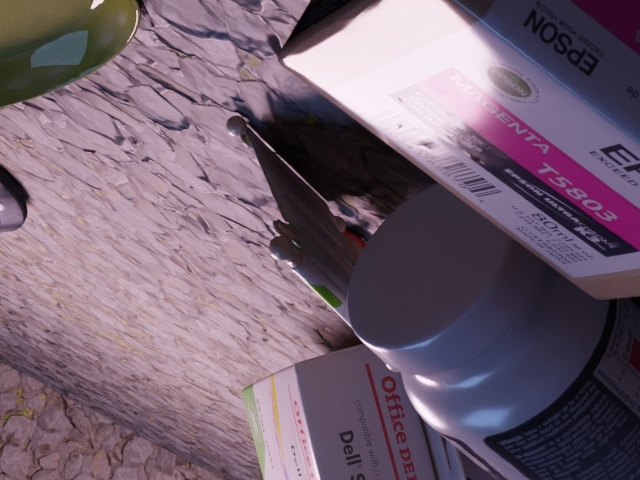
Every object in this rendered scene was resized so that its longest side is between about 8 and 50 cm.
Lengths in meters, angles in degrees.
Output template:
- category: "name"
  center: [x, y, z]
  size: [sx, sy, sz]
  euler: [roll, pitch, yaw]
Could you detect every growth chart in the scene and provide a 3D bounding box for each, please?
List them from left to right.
- category: "growth chart"
  center: [0.000, 0.000, 1.101]
  size: [0.172, 0.021, 0.237]
  euler: [47, -170, -30]

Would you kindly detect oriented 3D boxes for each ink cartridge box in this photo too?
- category: "ink cartridge box"
  center: [0.028, 0.215, 1.520]
  size: [0.353, 0.119, 0.207]
  euler: [140, 116, -73]
- category: "ink cartridge box"
  center: [0.119, -0.070, 0.741]
  size: [0.234, 0.088, 0.193]
  euler: [35, 165, -14]

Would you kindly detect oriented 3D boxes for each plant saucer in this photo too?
- category: "plant saucer"
  center: [-0.243, -0.145, 1.034]
  size: [0.241, 0.037, 0.241]
  euler: [-14, 166, -4]

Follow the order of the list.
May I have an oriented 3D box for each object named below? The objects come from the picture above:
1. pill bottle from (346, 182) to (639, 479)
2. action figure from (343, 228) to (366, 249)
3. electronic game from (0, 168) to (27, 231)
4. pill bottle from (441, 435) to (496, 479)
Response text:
- category: "pill bottle"
  center: [0.153, 0.087, 1.023]
  size: [0.278, 0.162, 0.162]
  euler: [42, 161, -33]
- category: "action figure"
  center: [0.014, 0.010, 1.283]
  size: [0.038, 0.030, 0.115]
  euler: [36, 162, -2]
- category: "electronic game"
  center: [-0.444, -0.081, 1.778]
  size: [0.229, 0.048, 0.229]
  euler: [23, 156, 11]
- category: "pill bottle"
  center: [0.175, 0.251, 1.576]
  size: [0.180, 0.108, 0.108]
  euler: [22, 162, 30]
